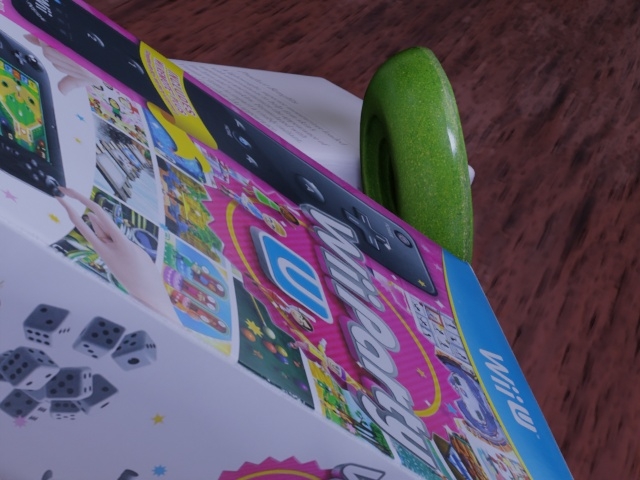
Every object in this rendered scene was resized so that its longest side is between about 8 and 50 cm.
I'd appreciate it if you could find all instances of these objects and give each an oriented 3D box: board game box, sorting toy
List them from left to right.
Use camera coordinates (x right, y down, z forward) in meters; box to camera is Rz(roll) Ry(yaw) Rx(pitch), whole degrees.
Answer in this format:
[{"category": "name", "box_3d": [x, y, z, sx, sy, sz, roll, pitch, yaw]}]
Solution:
[{"category": "board game box", "box_3d": [-0.052, 0.025, 0.616, 0.303, 0.097, 0.224, 35, 19, -30]}, {"category": "sorting toy", "box_3d": [0.000, 0.000, 0.817, 0.126, 0.365, 0.127, -7, 24, -9]}]

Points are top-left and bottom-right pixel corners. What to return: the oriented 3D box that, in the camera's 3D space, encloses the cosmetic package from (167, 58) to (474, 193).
[{"category": "cosmetic package", "box_3d": [-0.046, -0.005, 0.940, 0.184, 0.151, 0.151, 3, 23, -40]}]
